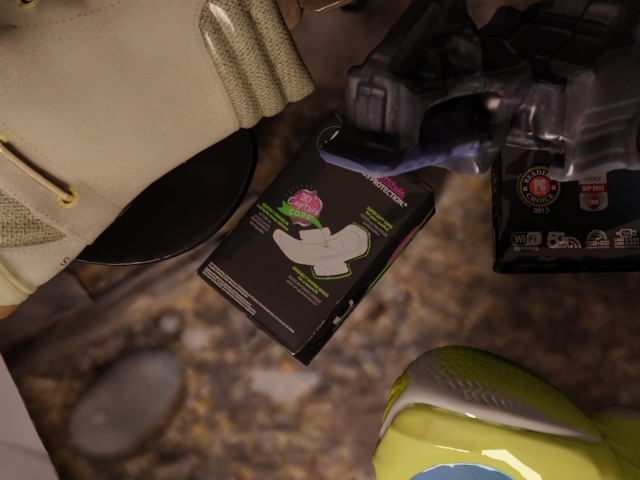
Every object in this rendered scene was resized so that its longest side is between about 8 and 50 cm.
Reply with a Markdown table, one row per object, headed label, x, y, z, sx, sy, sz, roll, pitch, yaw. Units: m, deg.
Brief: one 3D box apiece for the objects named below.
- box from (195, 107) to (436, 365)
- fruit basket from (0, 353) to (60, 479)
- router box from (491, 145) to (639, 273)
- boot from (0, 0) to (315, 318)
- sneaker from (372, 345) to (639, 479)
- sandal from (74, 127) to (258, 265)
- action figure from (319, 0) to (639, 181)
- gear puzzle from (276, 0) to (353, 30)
| label | x | y | z | sx | sy | sz | roll | pitch | yaw |
| --- | --- | --- | --- | --- | --- | --- | --- | --- | --- |
| box | 0.000 | 0.000 | 0.767 | 0.052 | 0.062 | 0.083 | 40 | 88 | 9 |
| fruit basket | -0.244 | 0.189 | 0.711 | 0.353 | 0.165 | 0.327 | -25 | 82 | -3 |
| router box | 0.128 | -0.035 | 0.776 | 0.122 | 0.038 | 0.092 | -1 | 82 | 3 |
| boot | -0.111 | -0.093 | 0.698 | 0.165 | 0.077 | 0.213 | -34 | 121 | -1 |
| sneaker | 0.125 | 0.133 | 0.745 | 0.240 | 0.091 | 0.126 | 23 | 103 | 5 |
| sandal | -0.114 | -0.022 | 0.787 | 0.179 | 0.040 | 0.067 | -5 | 83 | 3 |
| action figure | 0.174 | -0.088 | 0.608 | 0.178 | 0.341 | 0.330 | 30 | 129 | 36 |
| gear puzzle | -0.064 | -0.243 | 0.781 | 0.175 | 0.044 | 0.339 | -22 | 85 | 18 |
